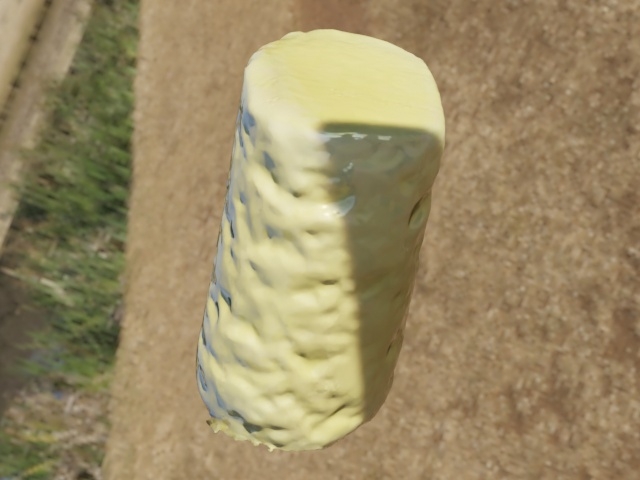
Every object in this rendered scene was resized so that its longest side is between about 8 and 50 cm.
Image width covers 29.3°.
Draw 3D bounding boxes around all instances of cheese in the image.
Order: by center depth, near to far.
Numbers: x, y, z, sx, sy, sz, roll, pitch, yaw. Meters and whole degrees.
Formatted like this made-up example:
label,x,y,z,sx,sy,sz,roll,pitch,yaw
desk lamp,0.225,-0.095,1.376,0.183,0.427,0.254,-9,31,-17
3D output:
label,x,y,z,sx,sy,sz,roll,pitch,yaw
cheese,0.000,0.000,0.553,0.123,0.094,0.167,-78,-1,-62
